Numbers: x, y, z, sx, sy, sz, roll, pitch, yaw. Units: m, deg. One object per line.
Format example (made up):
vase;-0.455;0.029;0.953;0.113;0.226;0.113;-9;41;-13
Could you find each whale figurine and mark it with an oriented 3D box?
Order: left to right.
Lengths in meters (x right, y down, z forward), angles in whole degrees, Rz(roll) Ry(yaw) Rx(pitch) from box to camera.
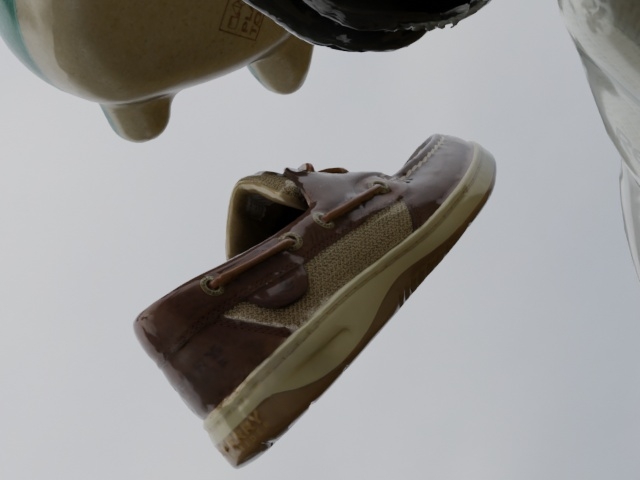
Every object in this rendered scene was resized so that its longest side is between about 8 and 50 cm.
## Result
whale figurine;-0.105;-0.173;1.095;0.272;0.141;0.216;7;-77;-52

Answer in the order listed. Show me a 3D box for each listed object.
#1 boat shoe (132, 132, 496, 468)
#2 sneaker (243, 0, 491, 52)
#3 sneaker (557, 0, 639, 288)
boat shoe;0.000;0.000;1.007;0.123;0.123;0.342;-49;-2;40
sneaker;0.095;-0.172;0.699;0.448;0.257;0.169;1;-36;-13
sneaker;0.169;-0.019;0.268;0.118;0.292;0.110;52;-126;-42
